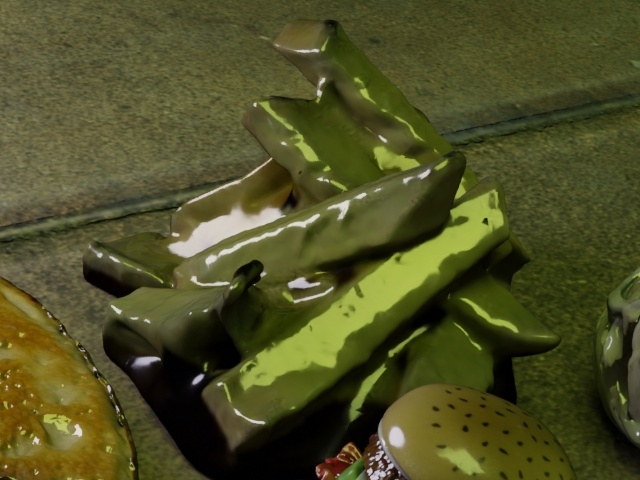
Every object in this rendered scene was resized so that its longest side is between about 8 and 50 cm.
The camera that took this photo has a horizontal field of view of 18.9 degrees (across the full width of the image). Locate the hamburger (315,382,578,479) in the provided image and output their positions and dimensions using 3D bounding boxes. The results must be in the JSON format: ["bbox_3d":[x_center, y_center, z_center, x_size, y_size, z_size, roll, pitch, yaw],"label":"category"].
[{"bbox_3d":[0.090,0.170,1.234,0.175,0.137,0.175,28,26,-15],"label":"hamburger"}]

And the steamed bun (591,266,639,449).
[{"bbox_3d":[0.362,0.057,1.463,0.268,0.207,0.280,24,32,24],"label":"steamed bun"}]

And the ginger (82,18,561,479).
[{"bbox_3d":[0.000,0.000,1.464,0.358,0.211,0.413,2,32,-7],"label":"ginger"}]

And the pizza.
[{"bbox_3d":[-0.253,0.119,1.313,0.223,0.089,0.323,-3,31,-31],"label":"pizza"}]
